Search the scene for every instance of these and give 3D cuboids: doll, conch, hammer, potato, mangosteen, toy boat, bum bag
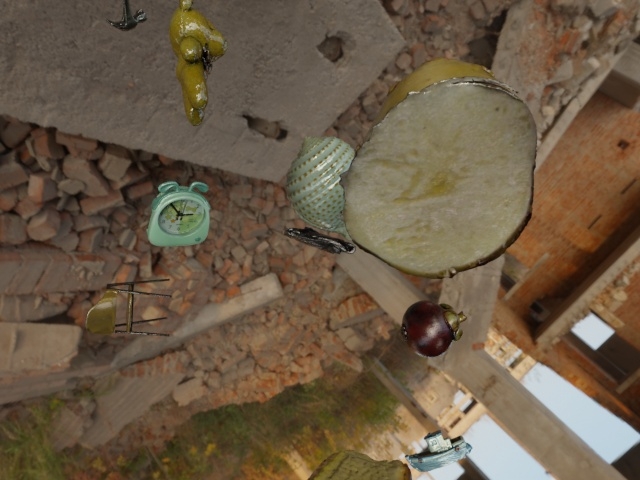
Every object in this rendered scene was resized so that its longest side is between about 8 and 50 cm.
[{"bbox_3d":[-0.204,-0.301,0.733,0.097,0.210,0.137,-6,167,-11],"label":"doll"},{"bbox_3d":[-0.001,-0.153,1.295,0.215,0.303,0.319,-9,103,-16],"label":"conch"},{"bbox_3d":[-0.315,-0.424,0.678,0.078,0.021,0.201,-53,176,-33],"label":"hammer"},{"bbox_3d":[0.172,-0.144,0.729,0.289,0.296,0.397,-18,134,17],"label":"potato"},{"bbox_3d":[0.340,0.259,1.282,0.200,0.200,0.200,-38,156,-20],"label":"mangosteen"},{"bbox_3d":[0.378,0.677,1.403,0.215,0.102,0.088,-26,163,7],"label":"toy boat"},{"bbox_3d":[0.000,0.000,1.436,0.123,0.248,0.060,149,-40,-87],"label":"bum bag"}]

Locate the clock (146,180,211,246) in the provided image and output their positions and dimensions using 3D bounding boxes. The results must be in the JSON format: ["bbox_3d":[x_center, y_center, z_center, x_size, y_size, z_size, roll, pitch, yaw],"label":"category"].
[{"bbox_3d":[-0.350,-0.071,1.074,0.148,0.060,0.189,0,130,-32],"label":"clock"}]

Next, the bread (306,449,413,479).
[{"bbox_3d":[-0.019,0.441,0.453,0.333,0.143,0.324,-9,112,-64],"label":"bread"}]

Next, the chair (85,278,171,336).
[{"bbox_3d":[-0.626,0.227,1.416,0.246,0.172,0.159,3,107,-22],"label":"chair"}]
